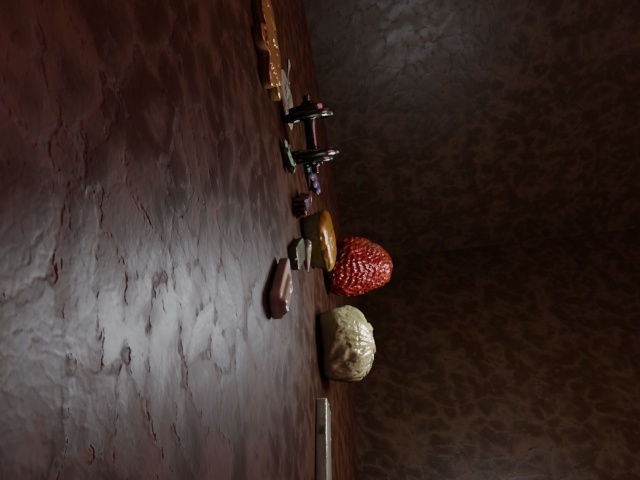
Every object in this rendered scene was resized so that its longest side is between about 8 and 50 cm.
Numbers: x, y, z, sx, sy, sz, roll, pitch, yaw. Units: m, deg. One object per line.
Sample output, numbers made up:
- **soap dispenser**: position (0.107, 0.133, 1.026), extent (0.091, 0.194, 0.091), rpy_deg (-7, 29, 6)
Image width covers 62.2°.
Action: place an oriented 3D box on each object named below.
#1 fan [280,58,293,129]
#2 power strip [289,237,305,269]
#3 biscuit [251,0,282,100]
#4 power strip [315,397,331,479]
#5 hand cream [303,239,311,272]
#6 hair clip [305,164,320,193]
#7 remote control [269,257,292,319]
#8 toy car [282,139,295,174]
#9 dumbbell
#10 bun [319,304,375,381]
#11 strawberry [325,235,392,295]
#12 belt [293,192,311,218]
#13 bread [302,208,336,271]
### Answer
- **fan**: position (-0.130, -0.628, 2.163), extent (0.233, 0.012, 0.414), rpy_deg (76, 10, -49)
- **power strip**: position (-0.080, 0.045, 1.818), extent (0.227, 0.029, 0.079), rpy_deg (-65, 149, -79)
- **biscuit**: position (-0.166, -0.637, 1.704), extent (0.275, 0.052, 0.354), rpy_deg (51, 33, -78)
- **power strip**: position (0.011, 0.719, 1.824), extent (0.367, 0.043, 0.106), rpy_deg (-90, 170, -49)
- **hand cream**: position (-0.054, 0.055, 2.042), extent (0.061, 0.039, 0.143), rpy_deg (-100, -173, -46)
- **hair clip**: position (-0.048, -0.301, 2.451), extent (0.124, 0.052, 0.195), rpy_deg (-102, 173, -60)
- **remote control**: position (-0.102, 0.128, 1.441), extent (0.230, 0.049, 0.090), rpy_deg (-85, 169, -68)
- **toy car**: position (-0.114, -0.291, 1.857), extent (0.059, 0.035, 0.121), rpy_deg (-84, 157, -63)
- **dumbbell**: position (-0.034, -0.394, 1.977), extent (0.192, 0.192, 0.289), rpy_deg (-54, 137, -81)
- **bun**: position (0.119, 0.445, 2.257), extent (0.349, 0.228, 0.352), rpy_deg (-82, 166, -73)
- **strawberry**: position (0.190, 0.124, 2.698), extent (0.267, 0.352, 0.311), rpy_deg (43, 46, -68)
- **belt**: position (-0.068, -0.141, 2.024), extent (0.232, 0.053, 0.071), rpy_deg (-74, 164, -73)
- **bread**: position (0.000, 0.000, 2.168), extent (0.174, 0.121, 0.245), rpy_deg (-89, 172, -59)
